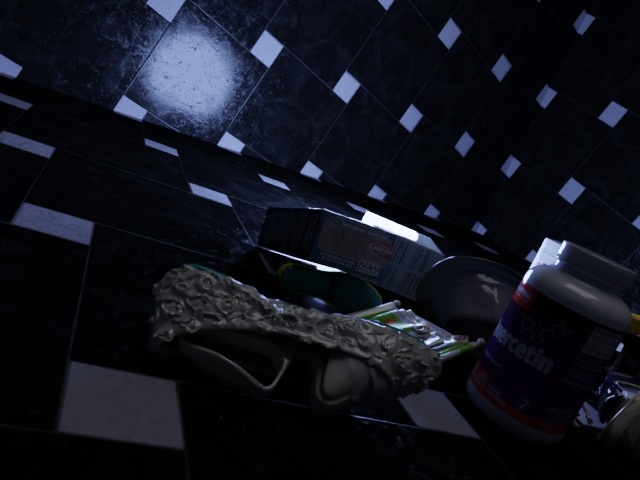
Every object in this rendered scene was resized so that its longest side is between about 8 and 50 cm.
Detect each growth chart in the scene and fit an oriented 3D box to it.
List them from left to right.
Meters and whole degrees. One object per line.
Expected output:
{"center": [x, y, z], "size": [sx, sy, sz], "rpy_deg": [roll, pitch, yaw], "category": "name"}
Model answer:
{"center": [0.159, 0.172, 1.048], "size": [0.172, 0.021, 0.237], "rpy_deg": [-14, 25, -37], "category": "growth chart"}

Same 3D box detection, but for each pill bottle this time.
{"center": [0.397, 0.169, 0.963], "size": [0.182, 0.322, 0.181], "rpy_deg": [23, 12, -5], "category": "pill bottle"}

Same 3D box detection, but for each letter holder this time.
{"center": [0.767, 0.307, 1.475], "size": [0.302, 0.152, 0.214], "rpy_deg": [16, 13, -31], "category": "letter holder"}

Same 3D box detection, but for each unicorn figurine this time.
{"center": [0.480, 0.309, 1.100], "size": [0.162, 0.060, 0.111], "rpy_deg": [56, 17, -44], "category": "unicorn figurine"}

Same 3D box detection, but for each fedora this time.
{"center": [0.345, 0.167, 1.230], "size": [0.275, 0.243, 0.124], "rpy_deg": [29, 39, -18], "category": "fedora"}

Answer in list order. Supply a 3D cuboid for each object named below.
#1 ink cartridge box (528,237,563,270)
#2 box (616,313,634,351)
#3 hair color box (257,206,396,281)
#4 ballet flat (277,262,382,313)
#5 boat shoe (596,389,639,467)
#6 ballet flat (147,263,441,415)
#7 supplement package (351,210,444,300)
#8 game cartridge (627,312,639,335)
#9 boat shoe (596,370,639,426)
{"center": [0.809, 0.163, 1.868], "size": [0.197, 0.270, 0.198], "rpy_deg": [10, 18, -42], "category": "ink cartridge box"}
{"center": [1.050, 0.378, 1.650], "size": [0.215, 0.168, 0.345], "rpy_deg": [16, 15, -30], "category": "box"}
{"center": [0.000, 0.000, 1.237], "size": [0.174, 0.105, 0.347], "rpy_deg": [18, -3, -23], "category": "hair color box"}
{"center": [0.018, 0.095, 1.173], "size": [0.231, 0.077, 0.077], "rpy_deg": [19, 0, -14], "category": "ballet flat"}
{"center": [0.648, 0.308, 1.055], "size": [0.092, 0.285, 0.103], "rpy_deg": [47, -12, 29], "category": "boat shoe"}
{"center": [-0.036, 0.159, 0.746], "size": [0.409, 0.147, 0.147], "rpy_deg": [19, 13, -8], "category": "ballet flat"}
{"center": [0.196, 0.041, 1.530], "size": [0.203, 0.149, 0.194], "rpy_deg": [22, 13, -6], "category": "supplement package"}
{"center": [0.685, 0.180, 1.447], "size": [0.324, 0.052, 0.285], "rpy_deg": [12, 1, 22], "category": "game cartridge"}
{"center": [0.749, 0.380, 1.175], "size": [0.341, 0.127, 0.158], "rpy_deg": [26, 20, 10], "category": "boat shoe"}
